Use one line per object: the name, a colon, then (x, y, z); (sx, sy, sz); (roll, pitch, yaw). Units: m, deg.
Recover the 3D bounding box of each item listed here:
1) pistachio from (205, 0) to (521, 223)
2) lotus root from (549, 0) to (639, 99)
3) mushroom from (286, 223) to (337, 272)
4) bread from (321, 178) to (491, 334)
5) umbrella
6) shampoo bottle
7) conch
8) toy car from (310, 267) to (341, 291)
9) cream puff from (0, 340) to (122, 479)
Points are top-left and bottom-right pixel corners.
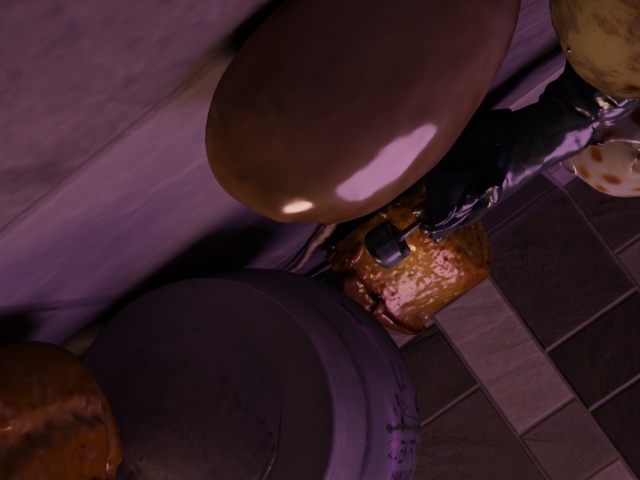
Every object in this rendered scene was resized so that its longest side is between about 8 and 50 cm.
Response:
pistachio: (0.024, -0.083, 0.607); (0.185, 0.126, 0.108); (-39, -146, 4)
lotus root: (0.232, -0.181, 0.693); (0.173, 0.173, 0.309); (-34, 172, -11)
mushroom: (0.001, -0.006, 1.210); (0.026, 0.028, 0.286); (14, 150, -17)
bread: (0.114, 0.022, 1.373); (0.160, 0.147, 0.260); (-35, 172, 14)
umbrella: (0.181, -0.093, 1.167); (0.349, 0.094, 0.143); (-36, 178, 18)
shampoo bottle: (-0.058, 0.158, 1.015); (0.273, 0.273, 0.266); (-36, 163, 8)
conch: (0.390, -0.140, 1.540); (0.275, 0.182, 0.149); (131, -17, -79)
toy car: (0.025, 0.065, 1.473); (0.165, 0.071, 0.062); (-24, 158, -17)
cream puff: (-0.259, 0.234, 0.807); (0.343, 0.231, 0.327); (-36, 168, 9)
